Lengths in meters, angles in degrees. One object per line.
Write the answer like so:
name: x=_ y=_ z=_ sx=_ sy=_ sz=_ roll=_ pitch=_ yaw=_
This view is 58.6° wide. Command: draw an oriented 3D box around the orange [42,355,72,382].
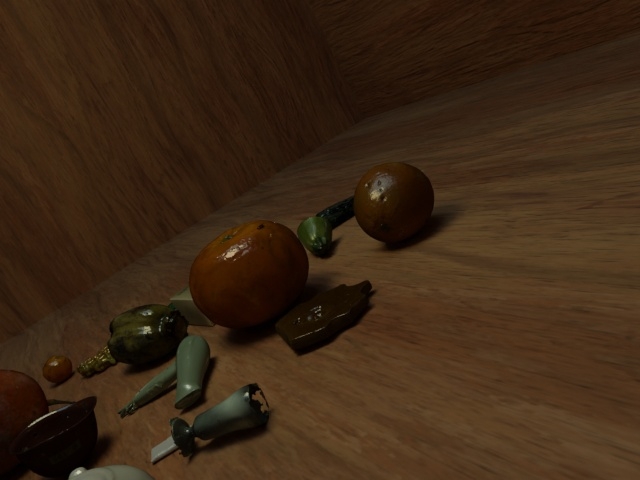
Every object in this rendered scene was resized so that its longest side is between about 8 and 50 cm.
orange: x=-0.783 y=0.384 z=1.699 sx=0.084 sy=0.083 sz=0.083 roll=-26 pitch=16 yaw=8

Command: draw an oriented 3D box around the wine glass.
wine glass: x=-0.167 y=0.294 z=0.939 sx=0.155 sy=0.072 sz=0.072 roll=-26 pitch=15 yaw=11

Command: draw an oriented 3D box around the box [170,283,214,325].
box: x=-0.284 y=0.141 z=1.595 sx=0.168 sy=0.095 sz=0.212 roll=-5 pitch=28 yaw=50

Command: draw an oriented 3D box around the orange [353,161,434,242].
orange: x=0.173 y=-0.090 z=1.366 sx=0.206 sy=0.206 sz=0.206 roll=-26 pitch=16 yaw=8

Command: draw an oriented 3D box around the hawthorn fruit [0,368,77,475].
hawthorn fruit: x=-0.732 y=0.398 z=1.276 sx=0.231 sy=0.235 sz=0.263 roll=-29 pitch=14 yaw=6

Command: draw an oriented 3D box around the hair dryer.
hair dryer: x=-0.338 y=0.320 z=1.203 sx=0.237 sy=0.075 sz=0.206 roll=-34 pitch=21 yaw=7

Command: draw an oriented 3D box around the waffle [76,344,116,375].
waffle: x=-0.613 y=0.324 z=1.661 sx=0.192 sy=0.046 sz=0.160 roll=-28 pitch=17 yaw=2

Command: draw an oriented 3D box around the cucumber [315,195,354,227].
cucumber: x=0.087 y=-0.111 z=1.811 sx=0.211 sy=0.062 sz=0.078 roll=-33 pitch=16 yaw=-16

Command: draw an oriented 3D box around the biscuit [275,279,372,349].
biscuit: x=0.017 y=0.147 z=1.163 sx=0.215 sy=0.034 sz=0.182 roll=-30 pitch=16 yaw=-13

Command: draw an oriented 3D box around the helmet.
helmet: x=-0.499 y=0.395 z=1.120 sx=0.175 sy=0.106 sz=0.155 roll=-37 pitch=20 yaw=-36

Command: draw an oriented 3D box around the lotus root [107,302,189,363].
lotus root: x=-0.429 y=0.234 z=1.456 sx=0.278 sy=0.154 sz=0.154 roll=-20 pitch=18 yaw=30

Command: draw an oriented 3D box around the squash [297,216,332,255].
squash: x=-0.004 y=0.008 z=1.579 sx=0.105 sy=0.105 sz=0.132 roll=-27 pitch=34 yaw=5

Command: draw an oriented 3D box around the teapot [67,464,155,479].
teapot: x=-0.295 y=0.389 z=0.743 sx=0.204 sy=0.139 sz=0.298 roll=-32 pitch=18 yaw=-7

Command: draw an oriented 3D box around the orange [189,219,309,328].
orange: x=-0.165 y=0.081 z=1.325 sx=0.284 sy=0.226 sz=0.284 roll=-28 pitch=10 yaw=5

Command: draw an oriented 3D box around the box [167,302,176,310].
box: x=-0.438 y=0.234 z=1.664 sx=0.132 sy=0.034 sz=0.235 roll=-21 pitch=17 yaw=24

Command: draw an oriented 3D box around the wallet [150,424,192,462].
wallet: x=-0.262 y=0.359 z=1.006 sx=0.083 sy=0.011 sz=0.044 roll=-31 pitch=15 yaw=-7
